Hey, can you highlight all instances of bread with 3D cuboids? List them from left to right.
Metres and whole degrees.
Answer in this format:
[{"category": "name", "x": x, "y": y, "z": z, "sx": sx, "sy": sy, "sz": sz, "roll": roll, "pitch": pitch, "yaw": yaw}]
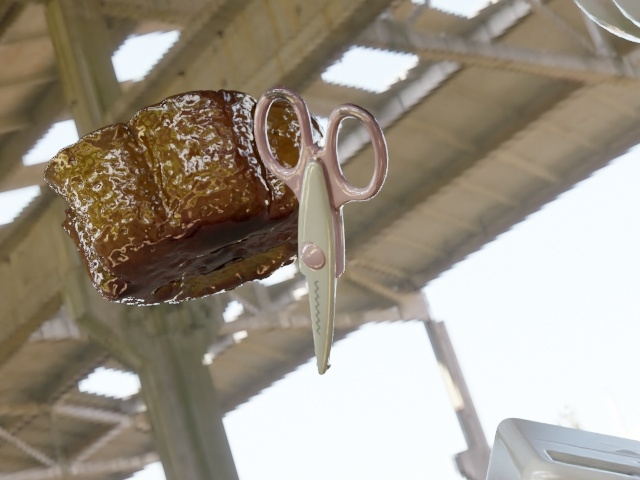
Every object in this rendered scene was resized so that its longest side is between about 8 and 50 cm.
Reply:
[{"category": "bread", "x": -0.108, "y": -0.035, "z": 1.120, "sx": 0.247, "sy": 0.135, "sz": 0.232, "roll": -18, "pitch": -19, "yaw": -10}]

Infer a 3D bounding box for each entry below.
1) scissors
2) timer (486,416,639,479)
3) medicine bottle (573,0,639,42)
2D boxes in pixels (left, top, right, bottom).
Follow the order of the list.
[{"category": "scissors", "x": 0.000, "y": 0.000, "z": 0.702, "sx": 0.022, "sy": 0.085, "sz": 0.176, "roll": -38, "pitch": -44, "yaw": -47}, {"category": "timer", "x": 0.219, "y": 0.257, "z": 0.942, "sx": 0.193, "sy": 0.194, "sz": 0.194, "roll": 10, "pitch": 3, "yaw": 0}, {"category": "medicine bottle", "x": 0.276, "y": -0.199, "z": 0.640, "sx": 0.212, "sy": 0.212, "sz": 0.325, "roll": -10, "pitch": 13, "yaw": -21}]
